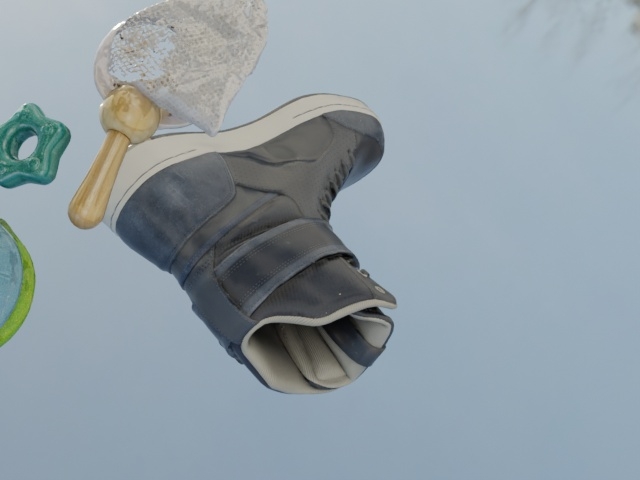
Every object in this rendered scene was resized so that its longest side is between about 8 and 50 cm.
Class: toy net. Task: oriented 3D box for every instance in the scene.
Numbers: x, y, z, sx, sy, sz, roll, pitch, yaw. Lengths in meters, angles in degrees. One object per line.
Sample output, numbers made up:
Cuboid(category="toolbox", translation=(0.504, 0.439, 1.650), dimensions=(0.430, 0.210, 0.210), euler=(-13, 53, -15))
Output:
Cuboid(category="toy net", translation=(-0.120, -0.049, 0.820), dimensions=(0.122, 0.232, 0.045), euler=(60, -171, 29))

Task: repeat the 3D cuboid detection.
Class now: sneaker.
Cuboid(category="sneaker", translation=(-0.001, 0.002, 0.979), dimensions=(0.163, 0.086, 0.226), euler=(43, -143, 21))
